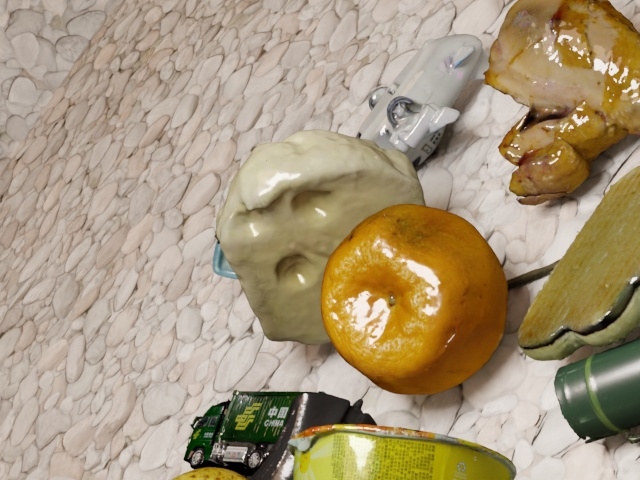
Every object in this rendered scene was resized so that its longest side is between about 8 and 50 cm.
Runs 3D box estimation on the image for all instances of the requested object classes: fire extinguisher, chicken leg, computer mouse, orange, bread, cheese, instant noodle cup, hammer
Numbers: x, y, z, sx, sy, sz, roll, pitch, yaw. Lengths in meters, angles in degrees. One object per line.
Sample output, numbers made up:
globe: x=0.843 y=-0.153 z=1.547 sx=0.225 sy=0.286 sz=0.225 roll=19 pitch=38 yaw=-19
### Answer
fire extinguisher: x=0.396 y=0.129 z=1.267 sx=0.294 sy=0.093 sz=0.118 roll=-27 pitch=55 yaw=33
chicken leg: x=0.365 y=-0.158 z=1.548 sx=0.409 sy=0.182 sz=0.295 roll=31 pitch=94 yaw=41
computer mouse: x=-0.016 y=0.311 z=1.530 sx=0.264 sy=0.147 sz=0.088 roll=-59 pitch=5 yaw=-12
orange: x=0.132 y=0.072 z=1.548 sx=0.249 sy=0.183 sz=0.249 roll=-4 pitch=82 yaw=33
bread: x=0.344 y=0.027 z=1.365 sx=0.286 sy=0.056 sz=0.207 roll=-53 pitch=18 yaw=-11
cheese: x=0.000 y=0.000 z=1.671 sx=0.326 sy=0.318 sz=0.115 roll=-55 pitch=31 yaw=22
instant noodle cup: x=0.080 y=0.335 z=1.327 sx=0.264 sy=0.264 sz=0.200 roll=-16 pitch=57 yaw=42
hammer: x=0.329 y=0.019 z=1.511 sx=0.292 sy=0.029 sz=0.058 roll=-26 pitch=39 yaw=36

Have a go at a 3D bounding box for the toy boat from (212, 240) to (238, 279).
toy boat: x=-0.039 y=-0.012 z=1.859 sx=0.332 sy=0.145 sz=0.133 roll=-20 pitch=27 yaw=36

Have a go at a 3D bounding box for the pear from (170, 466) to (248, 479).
pear: x=-0.155 y=0.389 z=1.632 sx=0.178 sy=0.178 sz=0.178 roll=-31 pitch=38 yaw=29

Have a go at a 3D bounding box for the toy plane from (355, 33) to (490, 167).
toy plane: x=0.154 y=-0.206 z=1.844 sx=0.267 sy=0.122 sz=0.267 roll=-46 pitch=15 yaw=16

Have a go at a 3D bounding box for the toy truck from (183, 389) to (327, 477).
toy truck: x=-0.078 y=0.280 z=1.697 sx=0.259 sy=0.088 sz=0.121 roll=-8 pitch=54 yaw=45
